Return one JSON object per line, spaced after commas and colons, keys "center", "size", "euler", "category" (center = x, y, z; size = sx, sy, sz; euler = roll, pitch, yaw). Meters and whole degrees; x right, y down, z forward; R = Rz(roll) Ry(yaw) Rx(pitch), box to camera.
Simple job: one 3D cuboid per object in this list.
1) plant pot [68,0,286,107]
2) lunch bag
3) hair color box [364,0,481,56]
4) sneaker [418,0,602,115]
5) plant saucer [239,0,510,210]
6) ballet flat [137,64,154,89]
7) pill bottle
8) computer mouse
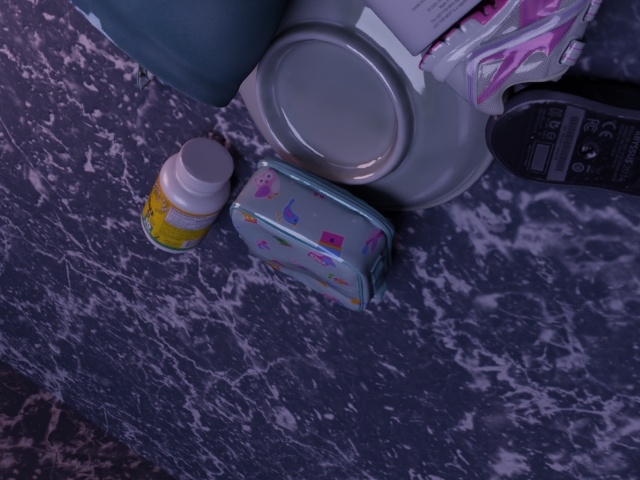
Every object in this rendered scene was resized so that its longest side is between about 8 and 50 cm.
{"center": [-0.142, -0.315, 0.764], "size": [0.293, 0.293, 0.196], "euler": [45, 106, -6], "category": "plant pot"}
{"center": [0.000, 0.000, 1.037], "size": [0.224, 0.108, 0.279], "euler": [26, 167, 11], "category": "lunch bag"}
{"center": [0.040, -0.376, 0.651], "size": [0.374, 0.113, 0.185], "euler": [46, 137, -10], "category": "hair color box"}
{"center": [0.221, -0.219, 0.703], "size": [0.111, 0.103, 0.252], "euler": [46, 125, -10], "category": "sneaker"}
{"center": [0.032, -0.182, 0.911], "size": [0.400, 0.100, 0.400], "euler": [21, 138, 21], "category": "plant saucer"}
{"center": [-0.264, -0.276, 1.104], "size": [0.041, 0.041, 0.114], "euler": [27, 140, 15], "category": "ballet flat"}
{"center": [-0.217, -0.074, 1.193], "size": [0.117, 0.117, 0.208], "euler": [41, 141, -1], "category": "pill bottle"}
{"center": [0.318, -0.106, 0.790], "size": [0.272, 0.072, 0.188], "euler": [16, 135, 9], "category": "computer mouse"}
